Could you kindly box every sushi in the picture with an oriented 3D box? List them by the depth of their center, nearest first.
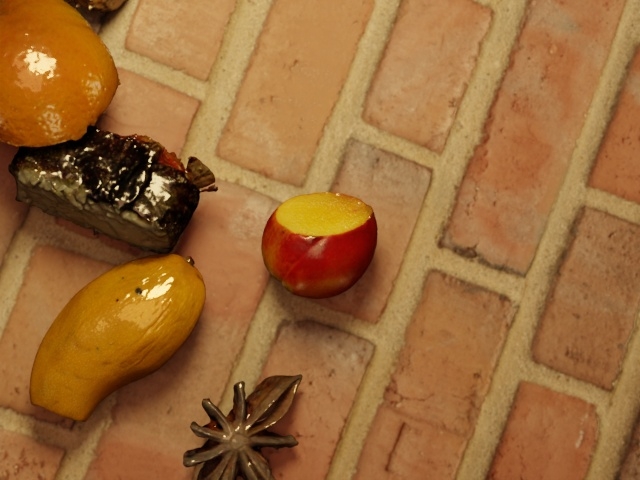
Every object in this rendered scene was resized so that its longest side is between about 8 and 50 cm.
[{"bbox_3d":[-0.348,-0.102,1.649,0.343,0.196,0.181,19,78,0],"label":"sushi"}]

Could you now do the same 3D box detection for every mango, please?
[{"bbox_3d":[-0.347,0.156,1.650,0.359,0.144,0.187,-36,85,-4],"label":"mango"}]

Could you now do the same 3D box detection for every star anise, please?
[{"bbox_3d":[-0.137,0.350,1.665,0.198,0.110,0.257,5,91,-18],"label":"star anise"}]

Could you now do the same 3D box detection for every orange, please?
[{"bbox_3d":[-0.492,-0.295,1.637,0.274,0.310,0.274,-5,103,-24],"label":"orange"}]

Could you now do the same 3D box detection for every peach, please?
[{"bbox_3d":[0.000,0.000,1.665,0.190,0.190,0.192,34,102,0],"label":"peach"}]

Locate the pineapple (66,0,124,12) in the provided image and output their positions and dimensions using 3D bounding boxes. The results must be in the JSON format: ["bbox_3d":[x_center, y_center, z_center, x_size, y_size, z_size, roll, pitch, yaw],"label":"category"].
[{"bbox_3d":[-0.483,-0.500,1.720,0.310,0.141,0.170,23,108,6],"label":"pineapple"}]
